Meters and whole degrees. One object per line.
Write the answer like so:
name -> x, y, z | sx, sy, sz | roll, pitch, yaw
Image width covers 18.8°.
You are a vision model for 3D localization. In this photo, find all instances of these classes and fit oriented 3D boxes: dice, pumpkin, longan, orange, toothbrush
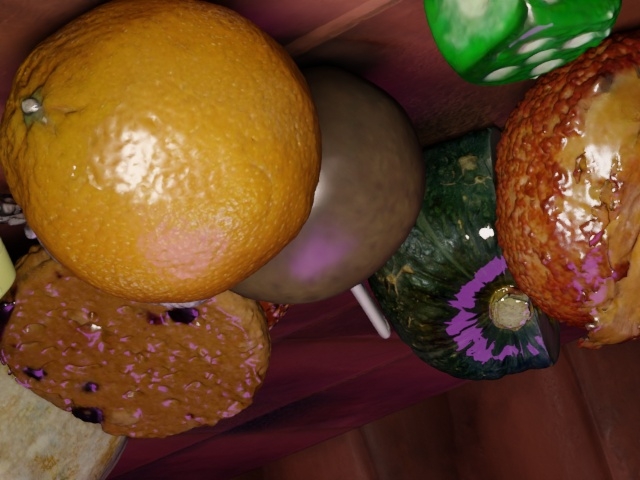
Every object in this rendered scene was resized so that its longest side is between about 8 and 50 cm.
dice -> 0.168, -0.210, 1.616 | 0.120, 0.128, 0.131 | -9, 163, -32
pumpkin -> -0.370, 0.185, 2.160 | 0.199, 0.332, 0.332 | -45, 180, -27
pumpkin -> 0.150, 0.031, 2.221 | 0.197, 0.293, 0.263 | -17, -154, 12
longan -> -0.017, -0.050, 1.817 | 0.246, 0.215, 0.246 | -24, 164, -7
orange -> -0.130, -0.074, 1.541 | 0.264, 0.264, 0.264 | -16, 166, -4
toothbrush -> -0.004, 0.002, 2.103 | 0.040, 0.040, 0.386 | -20, 138, 12

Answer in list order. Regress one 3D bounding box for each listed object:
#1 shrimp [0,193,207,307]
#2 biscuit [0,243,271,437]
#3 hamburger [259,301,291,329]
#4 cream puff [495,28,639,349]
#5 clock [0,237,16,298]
shrimp -> -0.213, -0.030, 1.766 | 0.343, 0.145, 0.116 | 14, -150, 33
biscuit -> -0.190, 0.090, 1.947 | 0.296, 0.075, 0.296 | 2, 138, 2
hamburger -> -0.156, 0.050, 2.133 | 0.300, 0.176, 0.300 | -17, 165, -5
cream puff -> 0.308, -0.069, 2.035 | 0.350, 0.350, 0.229 | -3, -157, -45
clock -> -0.416, 0.039, 1.829 | 0.232, 0.069, 0.170 | 14, -131, 37
